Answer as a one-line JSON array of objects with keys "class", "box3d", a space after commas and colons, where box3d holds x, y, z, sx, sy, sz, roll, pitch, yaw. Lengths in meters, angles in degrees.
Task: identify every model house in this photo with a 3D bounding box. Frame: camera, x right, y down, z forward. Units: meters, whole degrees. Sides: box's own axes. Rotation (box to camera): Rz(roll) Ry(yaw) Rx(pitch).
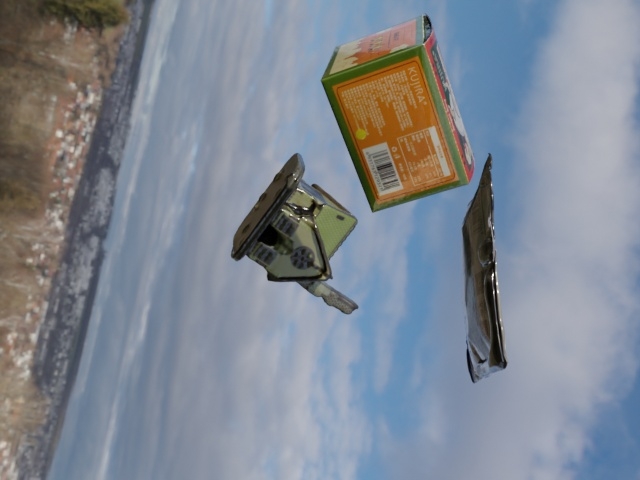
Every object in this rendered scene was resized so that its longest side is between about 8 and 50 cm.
[{"class": "model house", "box3d": [0.000, 0.000, 1.386, 0.218, 0.278, 0.205, -53, -165, 12]}]

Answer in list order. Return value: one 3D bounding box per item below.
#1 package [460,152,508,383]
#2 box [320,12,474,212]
[{"class": "package", "box3d": [0.138, 0.033, 0.630, 0.173, 0.027, 0.171, 68, 20, -74]}, {"class": "box", "box3d": [0.109, -0.175, 0.975, 0.177, 0.148, 0.195, -73, 144, -61]}]
